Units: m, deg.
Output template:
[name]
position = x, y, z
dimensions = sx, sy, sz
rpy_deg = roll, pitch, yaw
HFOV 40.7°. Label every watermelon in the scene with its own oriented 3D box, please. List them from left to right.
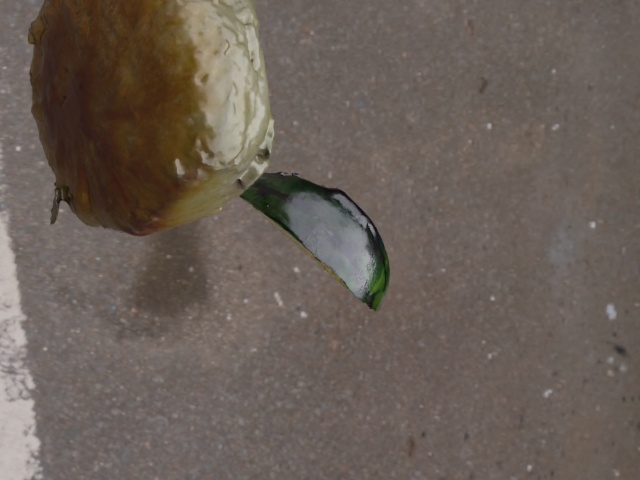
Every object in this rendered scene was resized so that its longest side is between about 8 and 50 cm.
[watermelon]
position = 0.000, 0.000, 1.292
dimensions = 0.301, 0.129, 0.123
rpy_deg = 40, 57, -11

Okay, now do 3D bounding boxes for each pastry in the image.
[pastry]
position = -0.185, -0.157, 0.879
dimensions = 0.136, 0.329, 0.330
rpy_deg = -16, 106, -46
